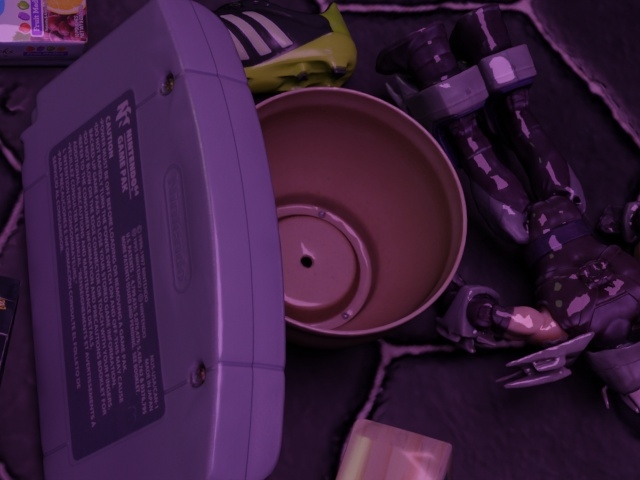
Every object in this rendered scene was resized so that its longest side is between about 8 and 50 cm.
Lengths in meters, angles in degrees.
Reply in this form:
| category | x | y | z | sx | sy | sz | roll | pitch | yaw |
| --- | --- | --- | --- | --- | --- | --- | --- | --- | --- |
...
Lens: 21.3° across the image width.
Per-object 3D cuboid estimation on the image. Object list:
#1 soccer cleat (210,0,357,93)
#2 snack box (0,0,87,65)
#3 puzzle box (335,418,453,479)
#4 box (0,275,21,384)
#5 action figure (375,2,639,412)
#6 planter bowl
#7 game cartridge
| category | x | y | z | sx | sy | sz | roll | pitch | yaw |
| --- | --- | --- | --- | --- | --- | --- | --- | --- | --- |
| soccer cleat | -0.063 | -0.130 | 1.141 | 0.179 | 0.060 | 0.072 | -2 | 59 | -21 |
| snack box | -0.227 | -0.166 | 1.124 | 0.141 | 0.037 | 0.100 | -1 | 67 | -13 |
| puzzle box | -0.016 | 0.321 | 0.843 | 0.052 | 0.272 | 0.409 | 15 | 63 | 12 |
| box | -0.266 | 0.100 | 0.909 | 0.175 | 0.220 | 0.051 | 13 | 33 | -7 |
| action figure | 0.145 | -0.016 | 1.120 | 0.185 | 0.099 | 0.285 | -21 | 78 | -27 |
| planter bowl | 0.000 | 0.000 | 1.068 | 0.162 | 0.109 | 0.162 | 4 | 67 | -10 |
| game cartridge | -0.100 | 0.018 | 0.991 | 0.060 | 0.196 | 0.294 | 7 | 65 | -35 |
